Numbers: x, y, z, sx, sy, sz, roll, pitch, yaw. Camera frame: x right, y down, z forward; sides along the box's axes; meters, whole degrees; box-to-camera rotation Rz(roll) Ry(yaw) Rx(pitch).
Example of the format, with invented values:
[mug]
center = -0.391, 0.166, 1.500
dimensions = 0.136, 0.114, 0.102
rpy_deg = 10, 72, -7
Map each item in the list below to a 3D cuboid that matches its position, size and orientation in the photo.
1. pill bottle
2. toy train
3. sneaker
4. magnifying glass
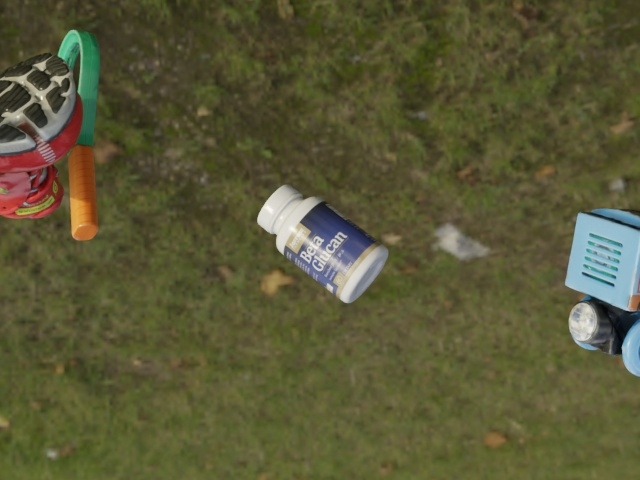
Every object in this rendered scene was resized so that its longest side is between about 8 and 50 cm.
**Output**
[pill bottle]
center = 0.000, 0.000, 1.523
dimensions = 0.094, 0.169, 0.094
rpy_deg = -49, 166, -17
[toy train]
center = 0.248, 0.033, 0.759
dimensions = 0.184, 0.105, 0.080
rpy_deg = 2, -166, -28
[sneaker]
center = -0.242, -0.072, 0.902
dimensions = 0.279, 0.107, 0.118
rpy_deg = 7, 134, 59
[magnifying glass]
center = -0.234, -0.105, 1.083
dimensions = 0.026, 0.231, 0.092
rpy_deg = 7, 146, -31
